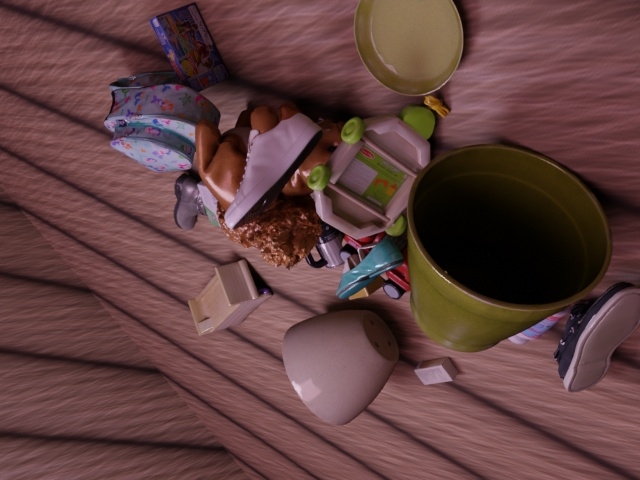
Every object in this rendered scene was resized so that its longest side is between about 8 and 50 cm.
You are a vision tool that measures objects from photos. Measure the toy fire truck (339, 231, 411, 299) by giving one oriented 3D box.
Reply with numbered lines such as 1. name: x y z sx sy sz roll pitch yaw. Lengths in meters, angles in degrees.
1. toy fire truck: 0.184 -0.009 1.379 0.217 0.158 0.246 37 151 13

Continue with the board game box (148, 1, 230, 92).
1. board game box: -0.328 -0.485 1.429 0.035 0.136 0.201 -4 118 44

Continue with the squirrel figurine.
1. squirrel figurine: -0.077 -0.138 1.387 0.371 0.281 0.396 5 102 16

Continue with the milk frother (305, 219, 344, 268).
1. milk frother: 0.000 0.000 1.588 0.143 0.129 0.134 -112 -4 -71

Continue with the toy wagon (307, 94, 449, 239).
1. toy wagon: 0.141 -0.163 1.212 0.267 0.344 0.068 28 -166 -35

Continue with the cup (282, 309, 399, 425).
1. cup: 0.087 0.334 1.646 0.237 0.331 0.331 -37 95 24

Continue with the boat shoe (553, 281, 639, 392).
1. boat shoe: 0.577 0.188 1.198 0.113 0.127 0.340 -108 7 -45

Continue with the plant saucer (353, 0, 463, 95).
1. plant saucer: 0.176 -0.408 1.111 0.241 0.037 0.240 25 137 26

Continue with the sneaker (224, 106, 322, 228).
1. sneaker: -0.129 -0.159 1.214 0.123 0.290 0.106 39 179 6

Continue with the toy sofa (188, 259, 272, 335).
1. toy sofa: -0.334 0.208 2.040 0.362 0.177 0.150 -43 65 51

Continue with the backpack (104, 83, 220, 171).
1. backpack: -0.386 -0.286 1.411 0.254 0.191 0.225 -6 161 24

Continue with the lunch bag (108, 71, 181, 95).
1. lunch bag: -0.491 -0.374 1.657 0.262 0.160 0.223 6 127 33

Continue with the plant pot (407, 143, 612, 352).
1. plant pot: 0.332 0.058 1.155 0.367 0.366 0.353 32 150 18

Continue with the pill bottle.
1. pill bottle: 0.486 0.171 1.279 0.087 0.087 0.160 37 141 12

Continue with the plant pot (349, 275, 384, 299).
1. plant pot: 0.116 0.107 1.575 0.082 0.081 0.083 -20 96 49

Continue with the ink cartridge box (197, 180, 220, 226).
1. ink cartridge box: -0.254 -0.110 1.714 0.213 0.093 0.154 17 133 34

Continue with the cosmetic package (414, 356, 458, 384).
1. cosmetic package: 0.335 0.379 1.630 0.115 0.041 0.060 -26 102 50

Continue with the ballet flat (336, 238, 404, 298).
1. ballet flat: 0.108 0.062 1.357 0.247 0.083 0.087 -39 68 50

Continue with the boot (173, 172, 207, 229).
1. boot: -0.404 -0.099 1.876 0.161 0.083 0.246 27 139 15
